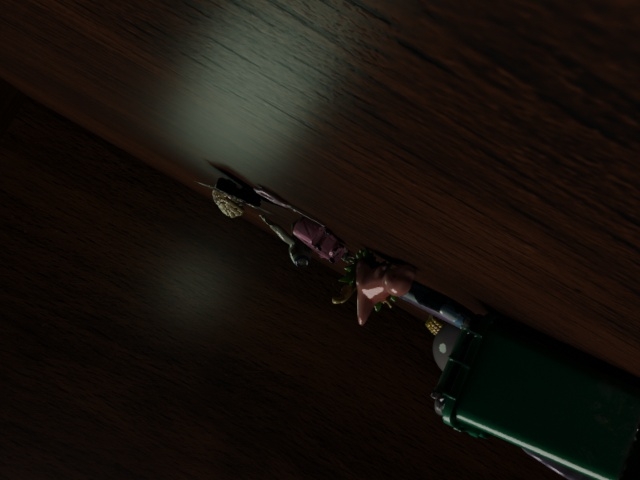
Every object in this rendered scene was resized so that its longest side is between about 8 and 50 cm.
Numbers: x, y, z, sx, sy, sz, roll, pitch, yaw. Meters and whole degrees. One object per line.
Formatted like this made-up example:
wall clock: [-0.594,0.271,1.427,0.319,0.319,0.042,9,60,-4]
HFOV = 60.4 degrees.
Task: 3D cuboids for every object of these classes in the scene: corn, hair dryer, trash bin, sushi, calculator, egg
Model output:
corn: [0.488,0.331,1.835,0.305,0.106,0.106,34,175,-6]
hair dryer: [-0.097,-0.031,1.513,0.199,0.067,0.167,48,-162,-22]
trash bin: [0.449,0.321,1.105,0.381,0.259,0.295,16,167,43]
sushi: [-0.218,-0.129,1.480,0.210,0.040,0.193,24,178,-32]
calculator: [0.280,0.159,1.501,0.293,0.051,0.173,25,175,45]
corn: [-0.286,-0.124,1.704,0.087,0.087,0.211,29,177,7]
egg: [0.413,0.308,1.538,0.176,0.176,0.232,30,166,-9]

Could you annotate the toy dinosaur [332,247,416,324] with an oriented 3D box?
toy dinosaur: [0.143,0.114,1.261,0.152,0.194,0.177,40,-167,-22]

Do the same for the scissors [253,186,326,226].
scissors: [-0.071,-0.079,1.305,0.189,0.015,0.100,27,177,3]

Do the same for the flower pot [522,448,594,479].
flower pot: [0.600,0.427,1.291,0.265,0.243,0.265,31,178,1]

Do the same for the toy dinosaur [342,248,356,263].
toy dinosaur: [0.066,0.041,1.625,0.058,0.037,0.180,22,173,28]

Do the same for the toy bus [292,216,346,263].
toy bus: [0.000,0.000,1.432,0.090,0.063,0.203,31,175,28]
